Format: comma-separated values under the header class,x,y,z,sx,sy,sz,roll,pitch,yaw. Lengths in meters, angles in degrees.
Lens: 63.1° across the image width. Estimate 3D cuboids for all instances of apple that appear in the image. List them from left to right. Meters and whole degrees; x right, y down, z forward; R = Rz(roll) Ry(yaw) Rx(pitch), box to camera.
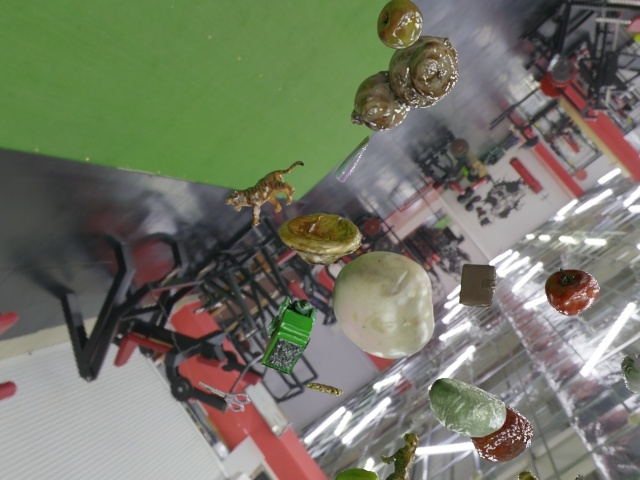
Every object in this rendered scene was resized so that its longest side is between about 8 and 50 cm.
class,x,y,z,sx,sy,sz,roll,pitch,yaw
apple,0.148,-0.408,0.981,0.074,0.089,0.089,-5,153,-36

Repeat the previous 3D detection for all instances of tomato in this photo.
class,x,y,z,sx,sy,sz,roll,pitch,yaw
tomato,0.899,0.189,1.883,0.187,0.151,0.187,-16,-146,11

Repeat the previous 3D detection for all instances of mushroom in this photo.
class,x,y,z,sx,sy,sz,roll,pitch,yaw
mushroom,0.227,0.192,1.652,0.353,0.353,0.325,-36,176,-15

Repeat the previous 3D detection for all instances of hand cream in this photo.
class,x,y,z,sx,sy,sz,roll,pitch,yaw
hand cream,0.113,-0.281,1.779,0.174,0.047,0.076,-52,-166,21

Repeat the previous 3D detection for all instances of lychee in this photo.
class,x,y,z,sx,sy,sz,roll,pitch,yaw
lychee,0.698,0.767,2.105,0.300,0.255,0.255,4,-164,31

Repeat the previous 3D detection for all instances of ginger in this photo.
class,x,y,z,sx,sy,sz,roll,pitch,yaw
ginger,0.209,-0.400,1.365,0.375,0.176,0.256,-24,-158,46

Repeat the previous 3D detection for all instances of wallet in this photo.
class,x,y,z,sx,sy,sz,roll,pitch,yaw
wallet,0.528,0.151,1.746,0.038,0.118,0.152,61,40,-51

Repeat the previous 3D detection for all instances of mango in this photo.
class,x,y,z,sx,sy,sz,roll,pitch,yaw
mango,0.124,0.821,1.765,0.165,0.091,0.074,-4,143,12

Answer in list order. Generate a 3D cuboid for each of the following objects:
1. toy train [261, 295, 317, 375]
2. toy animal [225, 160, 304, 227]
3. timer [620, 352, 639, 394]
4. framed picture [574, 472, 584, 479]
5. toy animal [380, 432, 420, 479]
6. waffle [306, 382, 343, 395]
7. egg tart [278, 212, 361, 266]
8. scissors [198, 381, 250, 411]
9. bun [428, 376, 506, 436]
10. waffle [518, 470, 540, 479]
class,x,y,z,sx,sy,sz,roll,pitch,yaw
toy train,-0.103,0.307,1.711,0.188,0.132,0.243,-77,-168,-53
toy animal,-0.123,-0.143,1.371,0.255,0.116,0.114,-36,180,33
timer,1.129,0.434,1.711,0.237,0.087,0.262,-5,-176,24
framed picture,0.733,0.823,1.592,0.250,0.016,0.184,-57,148,-2
toy animal,0.207,0.619,1.393,0.136,0.073,0.181,-52,179,37
waffle,0.011,0.332,1.160,0.085,0.016,0.078,2,167,42
egg tart,0.000,0.000,1.466,0.241,0.241,0.105,-29,131,-47
scissors,-0.374,0.592,1.997,0.110,0.212,0.021,-54,-165,27
bun,0.367,0.429,1.321,0.195,0.195,0.118,18,89,-80
waffle,0.563,0.715,1.286,0.065,0.309,0.283,-21,-146,4
